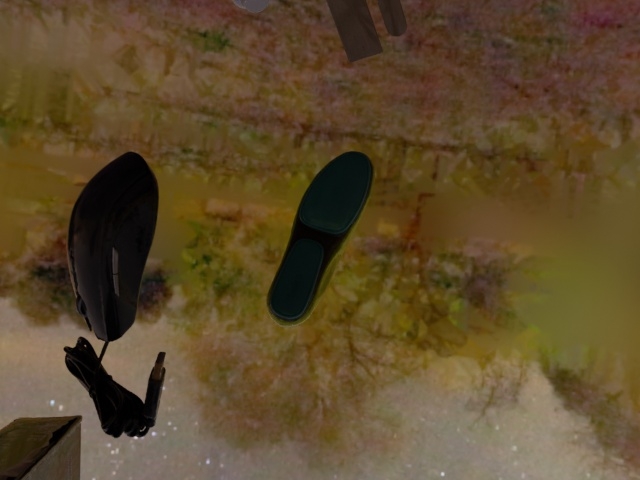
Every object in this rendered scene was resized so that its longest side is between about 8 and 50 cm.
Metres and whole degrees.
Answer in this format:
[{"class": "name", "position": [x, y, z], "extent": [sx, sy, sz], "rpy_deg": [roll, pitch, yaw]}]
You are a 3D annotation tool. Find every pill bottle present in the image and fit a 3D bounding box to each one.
[{"class": "pill bottle", "position": [-0.126, -0.414, 1.037], "extent": [0.065, 0.065, 0.116], "rpy_deg": [9, -145, -44]}]

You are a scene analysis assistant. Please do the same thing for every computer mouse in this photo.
[{"class": "computer mouse", "position": [-0.197, 0.056, 0.603], "extent": [0.060, 0.262, 0.184], "rpy_deg": [1, -156, -43]}]

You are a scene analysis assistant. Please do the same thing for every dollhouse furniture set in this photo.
[{"class": "dollhouse furniture set", "position": [0.107, -0.387, 1.030], "extent": [0.144, 0.123, 0.151], "rpy_deg": [-11, -150, 24]}]

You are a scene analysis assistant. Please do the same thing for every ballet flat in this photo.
[{"class": "ballet flat", "position": [0.000, 0.000, 0.789], "extent": [0.077, 0.231, 0.077], "rpy_deg": [22, 169, 13]}]

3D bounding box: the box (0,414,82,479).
[{"class": "box", "position": [-0.245, 0.308, 0.477], "extent": [0.073, 0.296, 0.293], "rpy_deg": [1, 176, -9]}]
